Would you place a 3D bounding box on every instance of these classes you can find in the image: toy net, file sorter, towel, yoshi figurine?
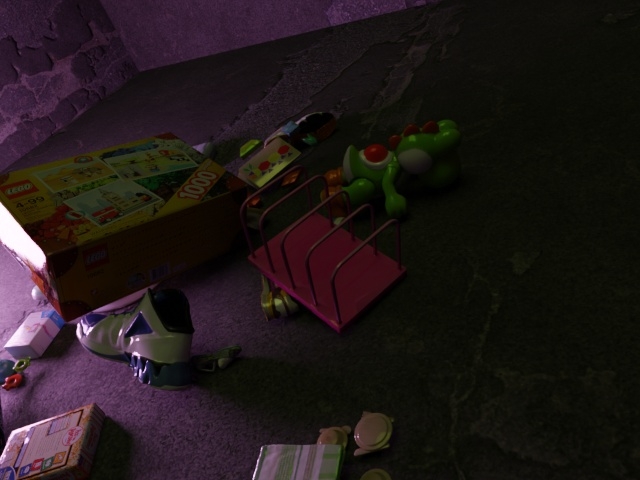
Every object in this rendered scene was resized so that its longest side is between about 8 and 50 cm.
[{"bbox_3d":[-0.777,0.374,1.266,0.122,0.045,0.232,3,42,12],"label":"toy net"},{"bbox_3d":[0.001,-0.001,1.109,0.202,0.182,0.290,-38,52,-25],"label":"file sorter"},{"bbox_3d":[-0.038,0.368,0.824,0.152,0.023,0.113,-11,41,27],"label":"towel"},{"bbox_3d":[0.193,-0.156,1.337,0.362,0.204,0.203,-25,-10,24],"label":"yoshi figurine"}]

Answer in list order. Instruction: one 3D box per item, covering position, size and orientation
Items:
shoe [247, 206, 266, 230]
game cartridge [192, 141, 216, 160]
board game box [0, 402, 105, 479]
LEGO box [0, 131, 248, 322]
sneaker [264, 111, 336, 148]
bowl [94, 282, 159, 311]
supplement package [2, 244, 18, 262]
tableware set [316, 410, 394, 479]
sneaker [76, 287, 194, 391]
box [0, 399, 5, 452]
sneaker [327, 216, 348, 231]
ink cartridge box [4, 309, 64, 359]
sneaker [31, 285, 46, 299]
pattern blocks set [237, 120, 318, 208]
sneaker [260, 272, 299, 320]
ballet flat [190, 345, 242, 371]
[{"bbox_3d":[-0.245,-0.074,1.523,0.219,0.058,0.076,13,5,34],"label":"shoe"},{"bbox_3d":[-0.541,-0.266,1.993,0.297,0.062,0.198,-13,31,16],"label":"game cartridge"},{"bbox_3d":[-0.531,0.414,1.053,0.193,0.045,0.147,-20,34,6],"label":"board game box"},{"bbox_3d":[-0.489,-0.066,1.350,0.500,0.193,0.372,-26,47,-38],"label":"LEGO box"},{"bbox_3d":[-0.078,-0.368,1.817,0.262,0.099,0.121,-25,29,-4],"label":"sneaker"},{"bbox_3d":[-0.563,0.048,1.500,0.297,0.134,0.298,-16,34,11],"label":"bowl"},{"bbox_3d":[-0.872,-0.036,1.656,0.175,0.293,0.177,-34,35,-14],"label":"supplement package"},{"bbox_3d":[0.045,0.340,0.827,0.141,0.020,0.169,-14,38,23],"label":"tableware set"},{"bbox_3d":[-0.363,0.178,1.139,0.315,0.127,0.182,14,87,35],"label":"sneaker"},{"bbox_3d":[-0.785,0.394,1.175,0.159,0.044,0.233,-24,44,-18],"label":"box"},{"bbox_3d":[0.000,0.001,1.291,0.084,0.058,0.152,-1,43,34],"label":"sneaker"},{"bbox_3d":[-0.742,0.246,1.407,0.088,0.052,0.122,-10,37,20],"label":"ink cartridge box"},{"bbox_3d":[-0.764,0.055,1.594,0.256,0.151,0.094,-38,38,-18],"label":"sneaker"},{"bbox_3d":[-0.159,-0.232,1.663,0.324,0.026,0.285,-35,49,-3],"label":"pattern blocks set"},{"bbox_3d":[-0.086,0.102,1.205,0.083,0.070,0.185,-11,41,3],"label":"sneaker"},{"bbox_3d":[-0.212,0.246,1.106,0.114,0.041,0.041,-16,34,12],"label":"ballet flat"}]
